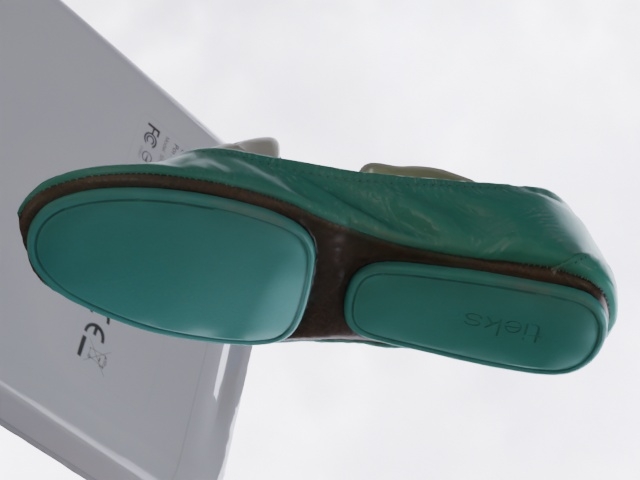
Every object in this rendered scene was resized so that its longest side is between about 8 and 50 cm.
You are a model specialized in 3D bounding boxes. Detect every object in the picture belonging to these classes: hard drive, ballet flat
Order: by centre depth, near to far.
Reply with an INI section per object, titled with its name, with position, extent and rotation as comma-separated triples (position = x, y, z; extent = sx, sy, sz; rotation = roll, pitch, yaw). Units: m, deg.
[ballet flat]
position = 0.000, 0.000, 0.671
extent = 0.247, 0.083, 0.087
rotation = 9, -144, -9
[hard drive]
position = -0.166, -0.031, 0.844
extent = 0.047, 0.353, 0.233
rotation = -21, -137, 36
